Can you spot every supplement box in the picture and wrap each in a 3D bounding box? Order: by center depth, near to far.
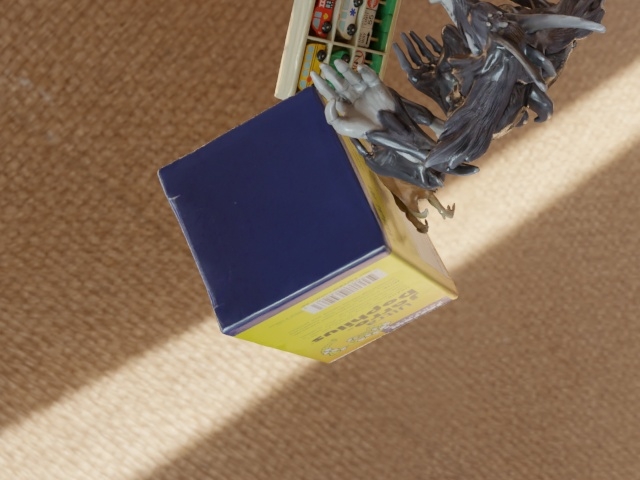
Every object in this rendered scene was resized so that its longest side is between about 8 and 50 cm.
[{"bbox_3d":[0.000,0.000,1.327,0.195,0.356,0.194,-28,72,12],"label":"supplement box"}]

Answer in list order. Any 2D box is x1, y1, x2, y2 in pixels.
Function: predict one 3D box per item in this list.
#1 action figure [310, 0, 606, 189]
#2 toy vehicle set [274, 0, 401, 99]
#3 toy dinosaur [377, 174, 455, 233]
[{"bbox_3d":[0.078,-0.114,0.754,0.141,0.275,0.164,38,79,-4],"label":"action figure"},{"bbox_3d":[0.036,-0.314,1.614,0.166,0.035,0.267,2,105,-43],"label":"toy vehicle set"},{"bbox_3d":[0.095,-0.045,1.248,0.092,0.183,0.053,34,109,-31],"label":"toy dinosaur"}]
